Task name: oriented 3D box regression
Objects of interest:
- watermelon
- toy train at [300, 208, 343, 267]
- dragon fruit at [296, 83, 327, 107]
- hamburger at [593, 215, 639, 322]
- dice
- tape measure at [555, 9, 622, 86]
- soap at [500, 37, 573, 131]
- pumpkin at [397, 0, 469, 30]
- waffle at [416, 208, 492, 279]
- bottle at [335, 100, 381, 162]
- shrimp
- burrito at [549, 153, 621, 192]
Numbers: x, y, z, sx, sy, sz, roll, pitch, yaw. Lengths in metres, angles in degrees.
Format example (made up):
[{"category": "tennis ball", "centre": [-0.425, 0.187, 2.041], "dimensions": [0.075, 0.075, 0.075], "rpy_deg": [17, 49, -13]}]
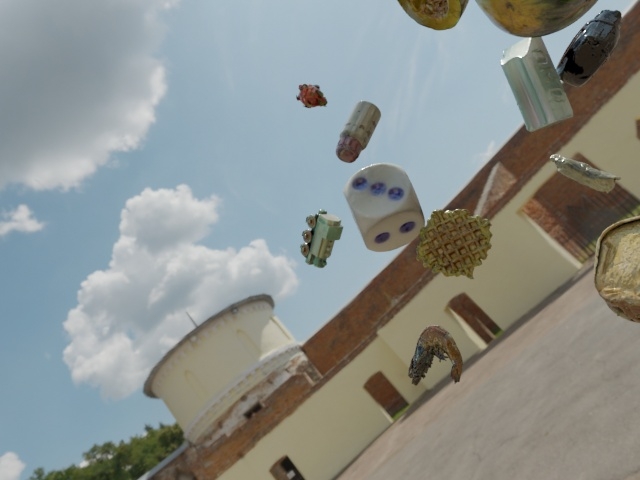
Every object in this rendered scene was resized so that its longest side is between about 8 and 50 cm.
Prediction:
[{"category": "watermelon", "centre": [0.405, -0.512, 0.879], "dimensions": [0.269, 0.269, 0.269], "rpy_deg": [-37, -18, -14]}, {"category": "toy train", "centre": [0.000, 0.000, 1.562], "dimensions": [0.081, 0.125, 0.193], "rpy_deg": [-2, -65, -37]}, {"category": "dragon fruit", "centre": [-0.026, -0.499, 1.670], "dimensions": [0.116, 0.086, 0.081], "rpy_deg": [1, -39, -45]}, {"category": "hamburger", "centre": [0.742, 0.053, 1.050], "dimensions": [0.146, 0.243, 0.286], "rpy_deg": [18, -55, -38]}, {"category": "dice", "centre": [0.249, -0.130, 1.902], "dimensions": [0.252, 0.259, 0.243], "rpy_deg": [-23, -36, 4]}, {"category": "tape measure", "centre": [0.880, -0.616, 1.582], "dimensions": [0.202, 0.135, 0.222], "rpy_deg": [-52, -11, -24]}, {"category": "soap", "centre": [0.683, -0.499, 1.527], "dimensions": [0.173, 0.289, 0.095], "rpy_deg": [-20, -2, -40]}, {"category": "pumpkin", "centre": [0.287, -0.637, 1.197], "dimensions": [0.110, 0.217, 0.217], "rpy_deg": [-45, -17, -5]}, {"category": "waffle", "centre": [0.464, 0.008, 1.678], "dimensions": [0.052, 0.255, 0.245], "rpy_deg": [25, -98, -64]}, {"category": "bottle", "centre": [0.132, -0.390, 1.761], "dimensions": [0.110, 0.110, 0.233], "rpy_deg": [84, -150, -69]}, {"category": "shrimp", "centre": [0.426, 0.461, 1.780], "dimensions": [0.054, 0.222, 0.290], "rpy_deg": [-3, -56, -37]}, {"category": "burrito", "centre": [0.865, -0.227, 1.594], "dimensions": [0.058, 0.230, 0.063], "rpy_deg": [-41, -41, -14]}]
